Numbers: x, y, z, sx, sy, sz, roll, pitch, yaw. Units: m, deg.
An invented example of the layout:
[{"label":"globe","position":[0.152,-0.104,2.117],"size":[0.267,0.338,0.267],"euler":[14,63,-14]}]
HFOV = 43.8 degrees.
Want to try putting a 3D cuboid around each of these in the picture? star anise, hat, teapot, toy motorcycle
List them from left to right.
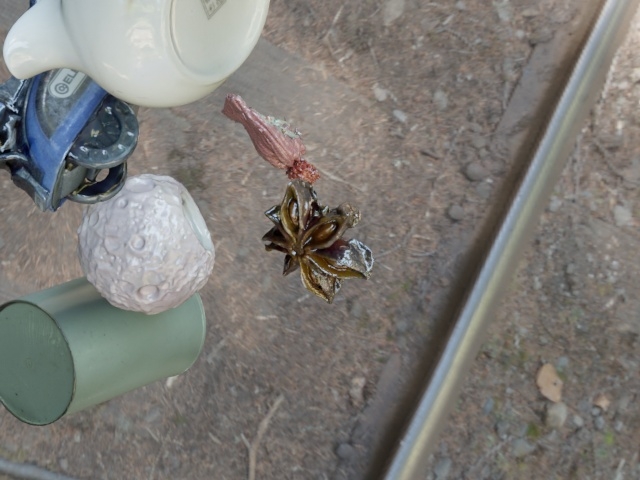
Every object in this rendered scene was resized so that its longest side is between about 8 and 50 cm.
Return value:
[{"label":"toy motorcycle","position":[-0.255,-0.189,0.830],"size":[0.212,0.125,0.359],"euler":[29,57,-7]},{"label":"teapot","position":[-0.128,-0.225,0.688],"size":[0.298,0.139,0.204],"euler":[-49,148,-27]},{"label":"hat","position":[-0.105,-0.236,1.824],"size":[0.107,0.237,0.286],"euler":[-44,98,3]},{"label":"star anise","position":[0.001,-0.005,1.381],"size":[0.214,0.220,0.099],"euler":[30,45,-3]}]

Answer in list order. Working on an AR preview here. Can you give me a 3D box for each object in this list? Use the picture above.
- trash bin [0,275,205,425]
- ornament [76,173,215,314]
[{"label":"trash bin","position":[-0.442,0.194,1.655],"size":[0.432,0.280,0.281],"euler":[-18,104,-60]},{"label":"ornament","position":[-0.326,0.008,1.464],"size":[0.225,0.259,0.259],"euler":[-25,103,4]}]
